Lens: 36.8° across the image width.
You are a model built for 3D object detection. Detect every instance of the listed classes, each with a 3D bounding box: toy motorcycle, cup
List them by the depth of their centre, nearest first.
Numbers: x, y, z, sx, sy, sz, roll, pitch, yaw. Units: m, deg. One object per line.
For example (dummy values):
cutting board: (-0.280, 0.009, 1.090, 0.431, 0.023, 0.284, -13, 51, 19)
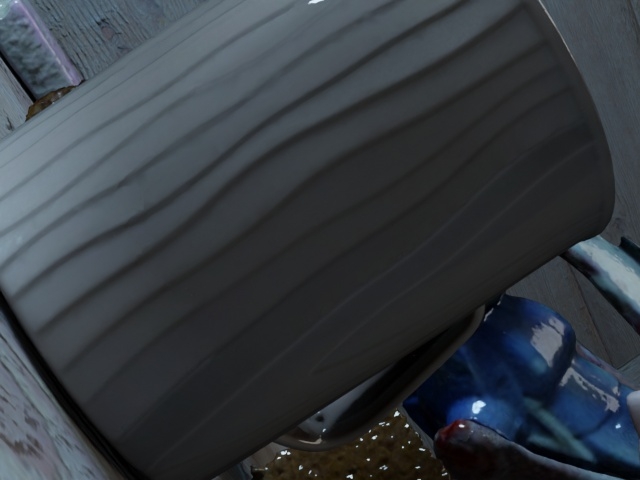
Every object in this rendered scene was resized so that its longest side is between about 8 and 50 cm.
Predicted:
cup: (-0.010, -0.015, 0.529, 0.208, 0.273, 0.288, 55, -5, 18)
toy motorcycle: (0.171, 0.089, 0.780, 0.319, 0.241, 0.182, 37, 14, 6)

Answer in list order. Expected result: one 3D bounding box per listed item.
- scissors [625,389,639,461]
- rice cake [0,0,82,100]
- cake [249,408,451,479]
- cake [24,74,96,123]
scissors: (0.268, 0.223, 0.641, 0.024, 0.160, 0.318, -12, -77, 38)
rice cake: (-0.264, -0.125, 1.077, 0.365, 0.056, 0.072, 60, -7, -27)
cake: (0.035, 0.207, 0.711, 0.134, 0.135, 0.147, 52, -7, 24)
cake: (-0.133, -0.120, 0.808, 0.135, 0.246, 0.112, 37, -6, 6)
